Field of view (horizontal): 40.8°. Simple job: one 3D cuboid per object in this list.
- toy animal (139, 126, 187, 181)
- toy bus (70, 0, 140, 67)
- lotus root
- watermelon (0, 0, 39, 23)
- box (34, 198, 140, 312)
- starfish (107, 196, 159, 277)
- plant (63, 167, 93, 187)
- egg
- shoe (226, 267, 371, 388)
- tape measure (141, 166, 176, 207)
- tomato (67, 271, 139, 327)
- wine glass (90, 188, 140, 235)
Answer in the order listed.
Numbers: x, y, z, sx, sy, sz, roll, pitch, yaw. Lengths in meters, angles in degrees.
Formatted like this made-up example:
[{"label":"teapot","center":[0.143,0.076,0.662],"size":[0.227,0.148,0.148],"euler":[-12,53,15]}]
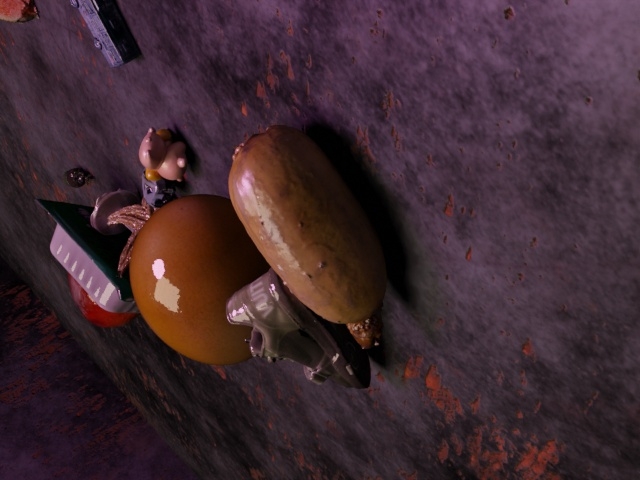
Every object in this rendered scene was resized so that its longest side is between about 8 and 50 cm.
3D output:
[{"label":"toy animal","center":[-0.267,-0.152,1.516],"size":[0.082,0.091,0.114],"euler":[17,158,10]},{"label":"toy bus","center":[-0.361,-0.370,1.426],"size":[0.065,0.047,0.166],"euler":[8,131,50]},{"label":"lotus root","center":[0.000,0.000,1.163],"size":[0.343,0.151,0.169],"euler":[55,174,-14]},{"label":"watermelon","center":[-0.663,-0.530,1.690],"size":[0.146,0.128,0.231],"euler":[49,163,55]},{"label":"box","center":[-0.462,0.053,1.891],"size":[0.336,0.106,0.264],"euler":[40,-166,26]},{"label":"starfish","center":[-0.320,-0.029,1.663],"size":[0.240,0.227,0.043],"euler":[-10,147,28]},{"label":"plant","center":[-0.584,-0.151,2.074],"size":[0.102,0.051,0.051],"euler":[3,125,53]},{"label":"egg","center":[-0.180,0.071,1.434],"size":[0.250,0.250,0.322],"euler":[30,154,40]},{"label":"shoe","center":[-0.039,0.150,1.340],"size":[0.293,0.149,0.109],"euler":[55,-159,-39]},{"label":"tape measure","center":[-0.304,-0.108,1.625],"size":[0.094,0.054,0.091],"euler":[-31,66,58]},{"label":"tomato","center":[-0.564,0.095,2.208],"size":[0.290,0.176,0.335],"euler":[59,156,-5]},{"label":"wine glass","center":[-0.370,-0.006,1.791],"size":[0.232,0.156,0.156],"euler":[39,151,35]}]
